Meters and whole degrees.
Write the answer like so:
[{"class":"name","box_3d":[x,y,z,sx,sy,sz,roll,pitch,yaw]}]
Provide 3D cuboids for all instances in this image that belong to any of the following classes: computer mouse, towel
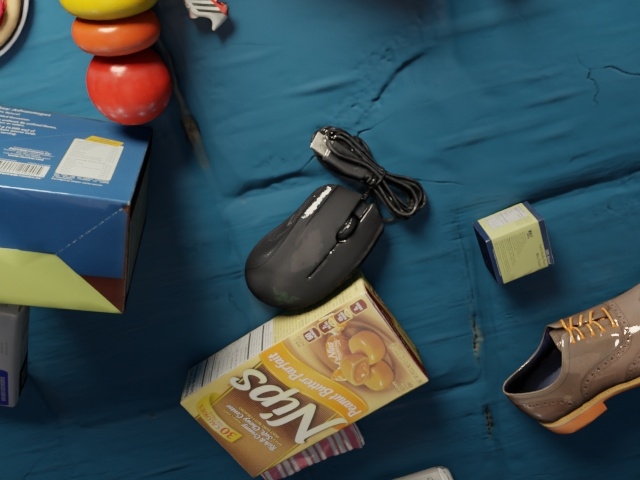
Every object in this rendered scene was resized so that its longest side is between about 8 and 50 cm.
[{"class":"computer mouse","box_3d":[0.000,0.000,0.798,0.188,0.072,0.272,32,111,-25]},{"class":"towel","box_3d":[-0.039,0.336,1.018,0.197,0.029,0.144,-25,120,7]}]

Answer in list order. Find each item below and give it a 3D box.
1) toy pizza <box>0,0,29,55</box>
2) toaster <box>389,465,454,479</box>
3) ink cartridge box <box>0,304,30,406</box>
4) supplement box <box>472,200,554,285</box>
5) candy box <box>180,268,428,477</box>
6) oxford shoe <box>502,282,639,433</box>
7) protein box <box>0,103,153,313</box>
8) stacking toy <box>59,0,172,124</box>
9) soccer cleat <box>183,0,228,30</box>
[{"class":"toy pizza","box_3d":[-0.402,-0.267,0.600,0.201,0.032,0.201,-4,121,-6]},{"class":"toaster","box_3d":[0.202,0.524,1.110,0.146,0.129,0.227,-22,120,2]},{"class":"ink cartridge box","box_3d":[-0.519,0.102,0.721,0.307,0.072,0.303,17,143,-17]},{"class":"supplement box","box_3d":[0.273,0.004,0.850,0.083,0.056,0.083,-23,121,5]},{"class":"candy box","box_3d":[-0.024,0.201,0.895,0.316,0.087,0.183,-32,111,10]},{"class":"oxford shoe","box_3d":[0.439,0.158,0.930,0.133,0.130,0.363,30,112,-17]},{"class":"protein box","box_3d":[-0.297,-0.042,0.651,0.200,0.201,0.136,7,119,-13]},{"class":"stacking toy","box_3d":[-0.210,-0.266,0.578,0.141,0.141,0.330,-7,125,-5]},{"class":"soccer cleat","box_3d":[-0.138,-0.261,0.647,0.083,0.029,0.035,29,108,-28]}]
